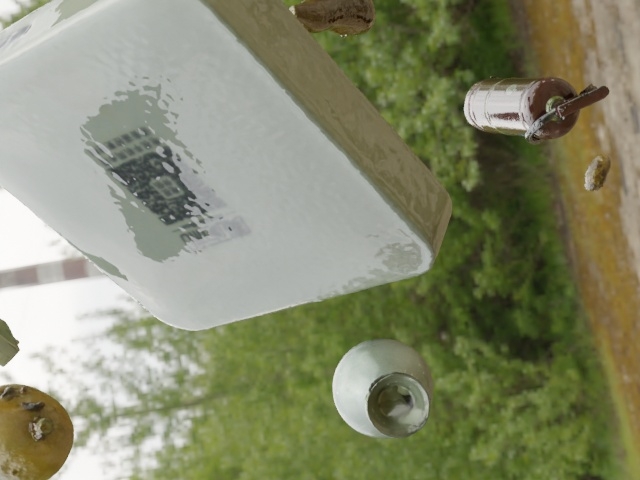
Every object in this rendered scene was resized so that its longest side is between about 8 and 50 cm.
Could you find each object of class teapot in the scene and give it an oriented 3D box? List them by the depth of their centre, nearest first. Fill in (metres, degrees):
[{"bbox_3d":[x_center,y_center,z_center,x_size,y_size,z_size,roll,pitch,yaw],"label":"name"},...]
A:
[{"bbox_3d":[0.117,0.268,1.949,0.251,0.184,0.183,-155,55,-86],"label":"teapot"}]

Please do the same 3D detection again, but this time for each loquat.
[{"bbox_3d":[-0.466,0.299,1.743,0.172,0.204,0.149,37,-128,-20],"label":"loquat"}]

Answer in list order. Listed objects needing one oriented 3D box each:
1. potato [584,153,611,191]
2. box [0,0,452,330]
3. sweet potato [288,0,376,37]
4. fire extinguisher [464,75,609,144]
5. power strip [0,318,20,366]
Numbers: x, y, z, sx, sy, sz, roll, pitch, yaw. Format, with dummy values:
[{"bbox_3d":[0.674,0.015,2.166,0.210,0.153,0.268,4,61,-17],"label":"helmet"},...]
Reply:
[{"bbox_3d":[0.541,-0.133,2.199,0.051,0.040,0.083,-30,32,61],"label":"potato"},{"bbox_3d":[-0.116,-0.072,1.018,0.373,0.367,0.090,45,-132,-31],"label":"box"},{"bbox_3d":[0.025,-0.305,1.484,0.244,0.077,0.077,-30,-69,-69],"label":"sweet potato"},{"bbox_3d":[0.339,-0.216,1.775,0.105,0.141,0.341,54,174,-14],"label":"fire extinguisher"},{"bbox_3d":[-0.596,0.063,1.676,0.367,0.043,0.106,46,176,-34],"label":"power strip"}]
